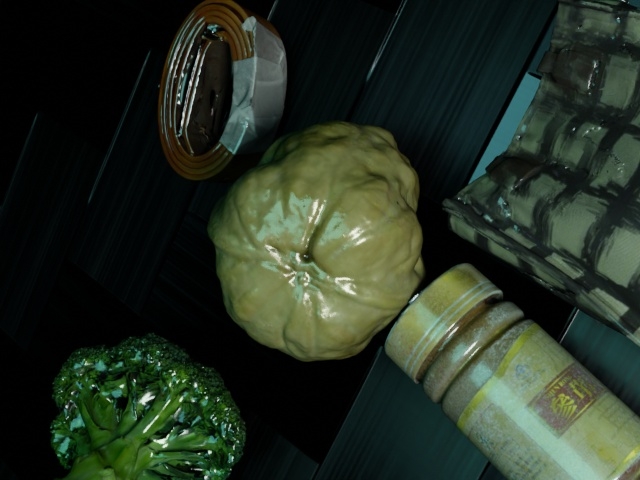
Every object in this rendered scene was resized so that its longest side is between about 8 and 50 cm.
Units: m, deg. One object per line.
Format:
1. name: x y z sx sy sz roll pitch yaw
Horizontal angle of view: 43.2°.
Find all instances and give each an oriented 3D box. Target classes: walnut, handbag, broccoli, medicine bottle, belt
1. walnut: 0.000 -0.002 0.992 0.253 0.277 0.282 -6 112 8
2. handbag: 0.341 -0.074 0.866 0.327 0.162 0.325 37 103 35
3. broccoli: -0.253 0.288 1.139 0.297 0.297 0.298 6 119 10
4. medicine bottle: 0.234 0.186 0.915 0.322 0.151 0.151 45 110 24
5. belt: -0.143 -0.214 1.187 0.184 0.105 0.262 20 98 28
